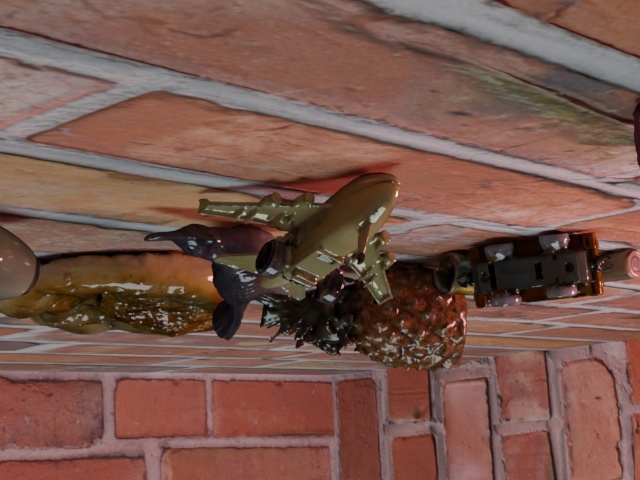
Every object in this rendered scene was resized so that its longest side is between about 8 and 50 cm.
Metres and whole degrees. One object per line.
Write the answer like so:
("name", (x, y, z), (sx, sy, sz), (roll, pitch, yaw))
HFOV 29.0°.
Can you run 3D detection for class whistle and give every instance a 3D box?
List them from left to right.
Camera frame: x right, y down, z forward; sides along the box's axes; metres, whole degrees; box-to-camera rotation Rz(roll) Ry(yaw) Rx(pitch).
("whistle", (0.302, 0.055, 1.843), (0.326, 0.057, 0.068), (3, 159, -37))

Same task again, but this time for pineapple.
("pineapple", (0.040, 0.110, 1.839), (0.340, 0.169, 0.169), (4, 169, -4))

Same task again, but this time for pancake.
("pancake", (-0.284, 0.086, 1.754), (0.387, 0.082, 0.387), (0, 165, 0))

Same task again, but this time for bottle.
("bottle", (0.433, 0.039, 1.841), (0.045, 0.045, 0.096), (4, 170, -37))

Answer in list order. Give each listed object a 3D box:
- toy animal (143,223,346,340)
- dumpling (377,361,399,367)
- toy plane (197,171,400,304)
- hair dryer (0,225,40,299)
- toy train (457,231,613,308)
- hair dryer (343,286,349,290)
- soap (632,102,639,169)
("toy animal", (-0.069, 0.035, 1.497), (0.205, 0.081, 0.367), (-9, 160, 4))
("dumpling", (0.144, 0.128, 2.061), (0.179, 0.131, 0.252), (-32, -178, -8))
("toy plane", (0.000, 0.000, 1.282), (0.242, 0.104, 0.256), (28, 153, -23))
("hair dryer", (-0.460, 0.003, 1.300), (0.267, 0.092, 0.229), (3, 165, 20))
("toy train", (0.297, 0.039, 1.688), (0.219, 0.089, 0.127), (-9, 179, 27))
("hair dryer", (0.018, 0.090, 2.060), (0.079, 0.031, 0.083), (12, 173, -21))
("soap", (0.444, -0.018, 0.973), (0.359, 0.233, 0.128), (-8, 170, 25))
